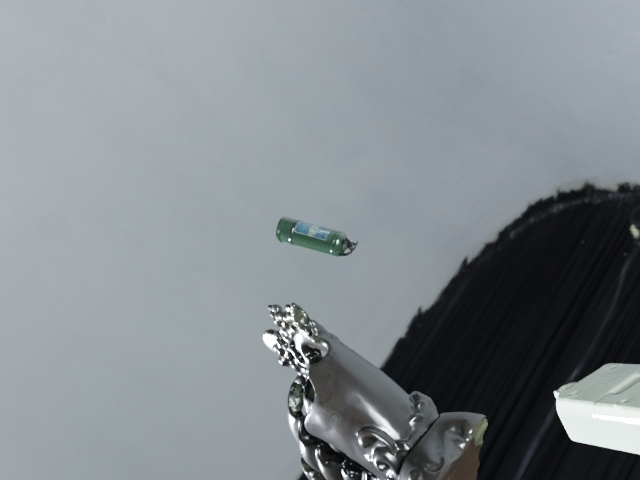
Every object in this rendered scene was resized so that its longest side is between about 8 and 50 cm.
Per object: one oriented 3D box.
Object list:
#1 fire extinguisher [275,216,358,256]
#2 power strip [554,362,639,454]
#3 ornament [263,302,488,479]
[{"bbox_3d":[0.000,0.000,0.739,0.083,0.025,0.038,14,154,22],"label":"fire extinguisher"},{"bbox_3d":[0.351,0.168,0.760,0.058,0.098,0.338,65,159,-4],"label":"power strip"},{"bbox_3d":[0.027,0.194,0.759,0.260,0.106,0.251,28,140,32],"label":"ornament"}]
